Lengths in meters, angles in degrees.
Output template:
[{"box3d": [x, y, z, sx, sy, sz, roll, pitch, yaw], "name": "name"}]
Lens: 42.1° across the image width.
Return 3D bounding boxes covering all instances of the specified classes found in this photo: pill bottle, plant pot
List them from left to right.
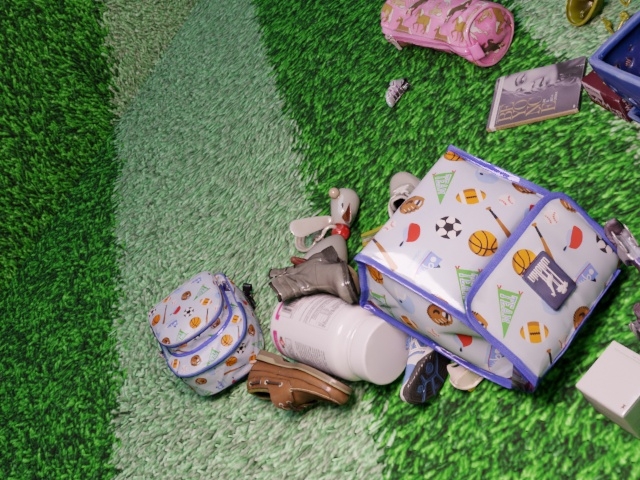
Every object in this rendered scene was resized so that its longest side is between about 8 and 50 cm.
[{"box3d": [0.040, 0.199, 1.723, 0.283, 0.160, 0.160, 12, 65, 48], "name": "pill bottle"}, {"box3d": [0.685, -0.309, 1.538, 0.236, 0.212, 0.236, -42, 37, 4], "name": "plant pot"}]

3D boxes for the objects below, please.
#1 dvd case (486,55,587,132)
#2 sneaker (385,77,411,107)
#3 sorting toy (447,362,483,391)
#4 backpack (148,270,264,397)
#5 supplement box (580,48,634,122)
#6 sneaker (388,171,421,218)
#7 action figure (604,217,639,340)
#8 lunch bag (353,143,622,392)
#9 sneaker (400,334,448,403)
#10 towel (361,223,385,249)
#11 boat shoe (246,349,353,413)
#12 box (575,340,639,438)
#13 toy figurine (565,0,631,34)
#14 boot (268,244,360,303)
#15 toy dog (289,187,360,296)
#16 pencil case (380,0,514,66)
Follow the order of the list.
[{"box3d": [0.494, -0.335, 1.904, 0.221, 0.018, 0.164, -9, 51, 39], "name": "dvd case"}, {"box3d": [0.212, -0.400, 2.214, 0.069, 0.038, 0.098, -15, 47, 35], "name": "sneaker"}, {"box3d": [0.274, 0.238, 1.567, 0.083, 0.045, 0.075, -45, 30, 0], "name": "sorting toy"}, {"box3d": [-0.264, 0.223, 1.967, 0.276, 0.213, 0.263, -40, 48, 2], "name": "backpack"}, {"box3d": [0.676, -0.366, 1.715, 0.239, 0.073, 0.130, -41, 37, 5], "name": "supplement box"}, {"box3d": [0.197, -0.085, 1.870, 0.099, 0.121, 0.262, -32, 39, 16], "name": "sneaker"}, {"box3d": [0.575, 0.082, 1.354, 0.185, 0.099, 0.285, -22, 54, 1], "name": "action figure"}, {"box3d": [0.307, 0.052, 1.512, 0.385, 0.239, 0.328, 32, 68, 25], "name": "lunch bag"}, {"box3d": [0.203, 0.228, 1.617, 0.081, 0.080, 0.211, -3, 44, 44], "name": "sneaker"}, {"box3d": [0.143, 0.056, 1.873, 0.102, 0.021, 0.237, -28, 41, 24], "name": "towel"}, {"box3d": [-0.048, 0.317, 1.755, 0.307, 0.111, 0.104, 4, 63, 56], "name": "boat shoe"}, {"box3d": [0.487, 0.237, 1.324, 0.102, 0.087, 0.101, -49, 37, -4], "name": "box"}, {"box3d": [0.727, -0.658, 1.898, 0.191, 0.217, 0.362, 37, 128, 39], "name": "toy figurine"}, {"box3d": [-0.019, 0.095, 1.716, 0.161, 0.083, 0.246, -22, 19, -6], "name": "boot"}, {"box3d": [0.000, 0.000, 1.944, 0.220, 0.161, 0.334, -30, 40, 19], "name": "toy dog"}, {"box3d": [0.322, -0.557, 2.158, 0.386, 0.160, 0.167, 29, 107, 51], "name": "pencil case"}]
